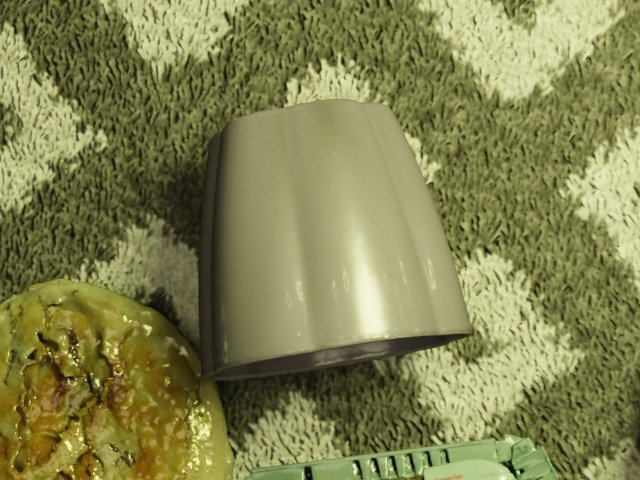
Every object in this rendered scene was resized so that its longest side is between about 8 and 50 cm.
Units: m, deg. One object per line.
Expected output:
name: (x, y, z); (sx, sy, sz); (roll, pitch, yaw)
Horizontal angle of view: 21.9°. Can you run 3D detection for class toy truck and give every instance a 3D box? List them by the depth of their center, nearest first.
toy truck: (0.082, 0.293, 1.647); (0.338, 0.133, 0.184); (-13, 65, 8)

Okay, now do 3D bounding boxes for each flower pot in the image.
flower pot: (0.000, 0.000, 1.602); (0.265, 0.265, 0.243); (-10, 79, 9)

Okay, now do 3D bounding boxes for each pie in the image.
pie: (-0.255, 0.203, 1.699); (0.339, 0.077, 0.339); (-3, 76, 10)
